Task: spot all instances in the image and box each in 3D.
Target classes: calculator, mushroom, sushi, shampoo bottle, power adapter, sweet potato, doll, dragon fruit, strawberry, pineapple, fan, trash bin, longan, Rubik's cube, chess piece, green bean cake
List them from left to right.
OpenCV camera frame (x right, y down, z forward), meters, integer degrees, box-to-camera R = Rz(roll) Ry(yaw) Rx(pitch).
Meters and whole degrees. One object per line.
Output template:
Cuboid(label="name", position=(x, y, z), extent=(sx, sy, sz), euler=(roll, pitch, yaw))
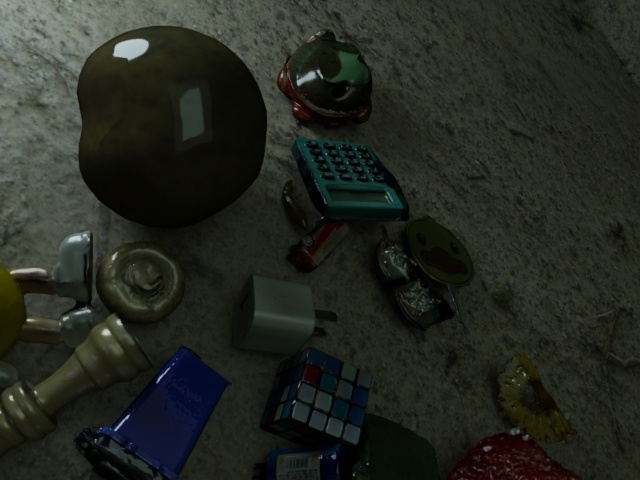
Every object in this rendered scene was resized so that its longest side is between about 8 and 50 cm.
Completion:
Cuboid(label="doll", position=(-0.571, 0.096, 0.932), extent=(0.423, 0.161, 0.348), euler=(24, 62, -23))
Cuboid(label="chess piece", position=(-0.469, 0.275, 0.902), extent=(0.397, 0.117, 0.117), euler=(-35, 87, -19))
Cuboid(label="mushroom", position=(-0.341, 0.077, 1.083), extent=(0.166, 0.127, 0.166), euler=(16, 58, -28))
Cuboid(label="trash bin", position=(-0.287, 0.314, 0.994), extent=(0.184, 0.162, 0.234), euler=(40, 51, -8))
Cuboid(label="longan", position=(-0.291, -0.222, 1.115), extent=(0.404, 0.336, 0.405), euler=(8, 76, -32))
Cuboid(label="power adapter", position=(-0.066, 0.164, 1.179), extent=(0.204, 0.130, 0.125), euler=(14, 42, -24))
Cuboid(label="sweet potato", position=(-0.066, -0.083, 1.353), extent=(0.041, 0.038, 0.153), euler=(-3, 57, -31))
Cuboid(label="shampoo bottle", position=(-0.042, 0.435, 1.061), extent=(0.050, 0.183, 0.087), euler=(53, 30, -52))
Cuboid(label="Rubik's cube", position=(-0.008, 0.324, 1.134), extent=(0.155, 0.154, 0.151), euler=(29, 58, -15))
Cuboid(label="dragon fruit", position=(0.029, -0.425, 1.508), extent=(0.295, 0.130, 0.268), euler=(-19, 73, -33))
Cuboid(label="calculator", position=(0.073, -0.156, 1.398), extent=(0.248, 0.058, 0.274), euler=(1, 48, -29))
Cuboid(label="green bean cake", position=(0.133, 0.473, 1.113), extent=(0.222, 0.125, 0.227), euler=(33, 21, -17))
Cuboid(label="sushi", position=(0.193, 0.098, 1.372), extent=(0.109, 0.134, 0.273), euler=(-39, 101, -4))
Cuboid(label="fan", position=(0.325, 0.065, 1.471), extent=(0.229, 0.011, 0.335), euler=(12, 51, -31))
Cuboid(label="strawberry", position=(0.376, 0.576, 1.196), extent=(0.343, 0.292, 0.292), euler=(-26, 82, -10))
Cuboid(label="pineapple", position=(0.507, 0.405, 1.395), extent=(0.079, 0.135, 0.233), euler=(-3, 58, -44))

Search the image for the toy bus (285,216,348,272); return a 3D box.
Cuboid(label="toy bus", position=(0.000, 0.000, 1.331), extent=(0.077, 0.079, 0.174), euler=(48, 53, -7))
